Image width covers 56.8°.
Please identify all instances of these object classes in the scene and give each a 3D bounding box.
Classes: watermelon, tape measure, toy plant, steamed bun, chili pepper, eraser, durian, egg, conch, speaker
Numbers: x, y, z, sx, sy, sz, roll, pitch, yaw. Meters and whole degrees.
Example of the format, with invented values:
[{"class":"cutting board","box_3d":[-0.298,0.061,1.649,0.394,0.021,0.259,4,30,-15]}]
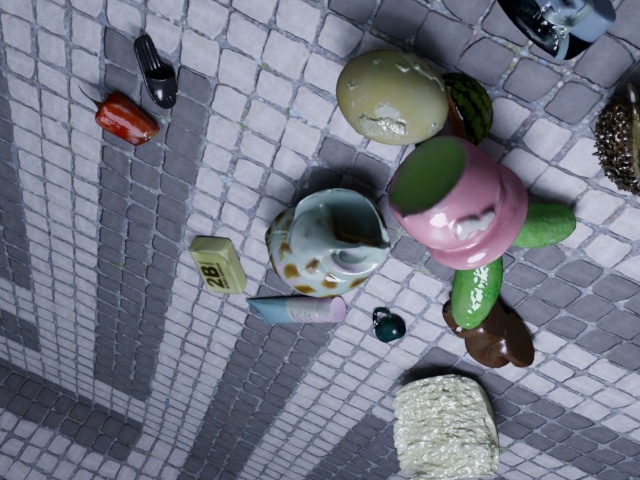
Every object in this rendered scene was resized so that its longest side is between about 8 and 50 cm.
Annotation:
[{"class":"watermelon","box_3d":[0.259,-0.220,1.056,0.086,0.069,0.163,-11,126,33]},{"class":"tape measure","box_3d":[0.320,-0.343,0.818,0.107,0.180,0.182,-45,70,43]},{"class":"toy plant","box_3d":[0.277,-0.018,1.109,0.317,0.211,0.356,-48,132,11]},{"class":"steamed bun","box_3d":[0.355,0.499,1.656,0.290,0.273,0.273,-2,89,23]},{"class":"chili pepper","box_3d":[-0.458,-0.282,1.321,0.192,0.084,0.086,38,104,-18]},{"class":"eraser","box_3d":[-0.279,0.070,1.618,0.117,0.058,0.172,5,135,20]},{"class":"durian","box_3d":[0.524,-0.164,0.927,0.195,0.167,0.196,13,122,22]},{"class":"egg","box_3d":[0.124,-0.246,1.028,0.201,0.164,0.164,22,139,8]},{"class":"conch","box_3d":[0.001,0.000,1.318,0.367,0.197,0.250,9,100,23]},{"class":"speaker","box_3d":[0.174,0.225,1.564,0.094,0.060,0.075,42,135,-19]}]

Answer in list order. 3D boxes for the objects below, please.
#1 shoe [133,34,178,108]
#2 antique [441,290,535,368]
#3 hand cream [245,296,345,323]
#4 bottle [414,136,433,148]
[{"class":"shoe","box_3d":[-0.328,-0.341,1.211,0.053,0.062,0.160,10,134,34]},{"class":"antique","box_3d":[0.387,0.213,1.414,0.143,0.121,0.257,-13,134,46]},{"class":"hand cream","box_3d":[-0.070,0.197,1.663,0.312,0.070,0.111,-4,133,39]},{"class":"bottle","box_3d":[0.213,-0.170,1.152,0.063,0.047,0.101,-31,119,-4]}]
